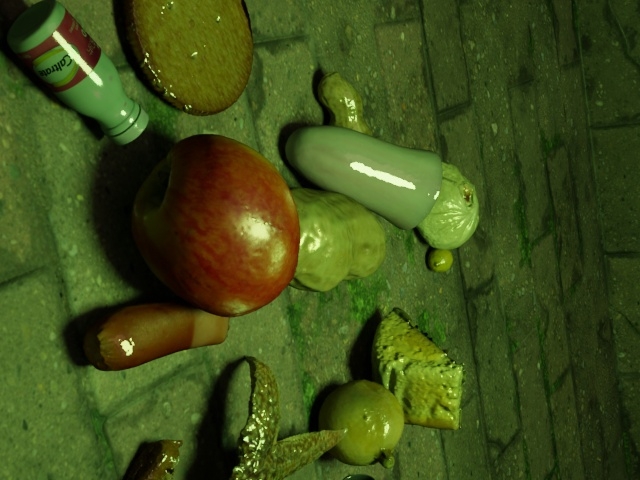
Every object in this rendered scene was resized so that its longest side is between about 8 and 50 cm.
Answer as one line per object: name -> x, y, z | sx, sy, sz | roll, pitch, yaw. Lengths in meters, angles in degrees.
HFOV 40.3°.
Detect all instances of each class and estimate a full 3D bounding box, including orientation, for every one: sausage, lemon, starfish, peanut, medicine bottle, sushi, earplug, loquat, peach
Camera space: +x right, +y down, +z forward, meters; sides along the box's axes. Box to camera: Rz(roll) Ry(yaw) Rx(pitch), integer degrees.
sausage -> -0.241, 0.135, 1.337 | 0.300, 0.083, 0.089 | -7, 88, -59
lemon -> 0.296, 0.047, 2.152 | 0.083, 0.062, 0.062 | -40, 122, -65
starfish -> -0.126, 0.394, 1.468 | 0.384, 0.132, 0.398 | 46, 55, -50
peanut -> 0.000, 0.000, 1.609 | 0.387, 0.169, 0.192 | 0, 54, -56
medicine bottle -> -0.330, -0.227, 1.215 | 0.216, 0.090, 0.090 | 51, 49, -42
sushi -> -0.251, 0.351, 1.331 | 0.118, 0.061, 0.060 | -47, 129, -14
earplug -> 0.070, -0.144, 1.710 | 0.301, 0.172, 0.172 | 18, 71, -26
peanut -> 0.048, -0.254, 1.789 | 0.089, 0.089, 0.192 | -43, 118, -48
loquat -> 0.085, 0.368, 1.724 | 0.172, 0.204, 0.149 | -20, 141, -26
peach -> -0.147, -0.024, 1.334 | 0.281, 0.238, 0.280 | 29, 46, -35

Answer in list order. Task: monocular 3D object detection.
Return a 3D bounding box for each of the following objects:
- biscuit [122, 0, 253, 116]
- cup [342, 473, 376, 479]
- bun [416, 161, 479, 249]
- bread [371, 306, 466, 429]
biscuit -> -0.215, -0.352, 1.441 | 0.305, 0.038, 0.305 | 9, 79, -56
cup -> 0.071, 0.537, 1.791 | 0.100, 0.078, 0.077 | -14, 106, -21
bun -> 0.313, -0.093, 2.111 | 0.220, 0.134, 0.220 | 18, 65, -46
bread -> 0.185, 0.294, 1.843 | 0.163, 0.262, 0.204 | -21, 124, -23
